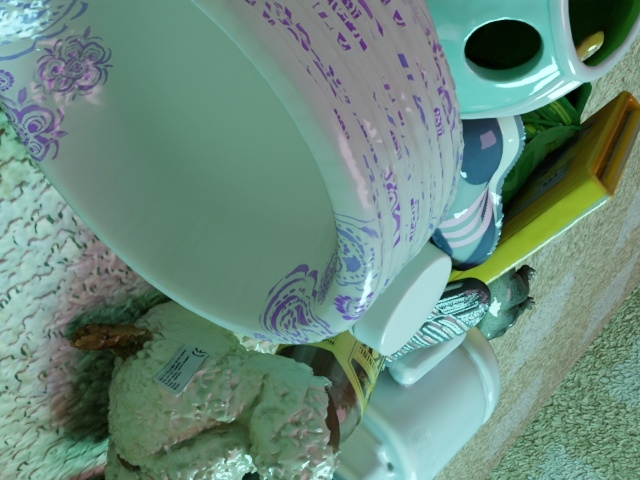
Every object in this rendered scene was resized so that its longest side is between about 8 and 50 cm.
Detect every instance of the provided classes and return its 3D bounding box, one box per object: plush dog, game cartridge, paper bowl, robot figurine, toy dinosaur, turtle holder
[{"bbox_3d":[-0.125,0.175,0.960,0.210,0.262,0.225,3,114,-27],"label":"plush dog"},{"bbox_3d":[0.255,-0.040,1.393,0.323,0.053,0.285,-38,-174,34],"label":"game cartridge"},{"bbox_3d":[-0.047,-0.091,0.611,0.148,0.284,0.284,-44,155,-31],"label":"paper bowl"},{"bbox_3d":[0.107,0.218,1.467,0.353,0.200,0.300,-38,161,-38],"label":"robot figurine"},{"bbox_3d":[0.292,0.090,1.783,0.160,0.121,0.314,-50,166,-51],"label":"toy dinosaur"},{"bbox_3d":[0.115,-0.239,0.792,0.243,0.227,0.320,-28,130,-37],"label":"turtle holder"}]

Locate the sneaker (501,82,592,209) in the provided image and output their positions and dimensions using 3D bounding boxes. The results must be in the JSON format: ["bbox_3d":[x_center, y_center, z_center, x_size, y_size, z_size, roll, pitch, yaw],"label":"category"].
[{"bbox_3d":[0.251,-0.139,1.371,0.295,0.109,0.123,-46,180,-43],"label":"sneaker"}]

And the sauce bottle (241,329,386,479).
[{"bbox_3d":[0.004,0.135,1.126,0.111,0.111,0.344,98,14,-48],"label":"sauce bottle"}]

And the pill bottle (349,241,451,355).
[{"bbox_3d":[0.000,0.000,0.933,0.119,0.208,0.119,-44,155,-27],"label":"pill bottle"}]

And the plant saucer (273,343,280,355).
[{"bbox_3d":[-0.067,0.163,1.252,0.200,0.037,0.200,-44,156,-26],"label":"plant saucer"}]

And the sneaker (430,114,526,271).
[{"bbox_3d":[0.121,-0.051,1.157,0.131,0.112,0.319,-25,151,-12],"label":"sneaker"}]

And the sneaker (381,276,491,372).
[{"bbox_3d":[0.092,0.070,1.312,0.228,0.132,0.086,-30,132,24],"label":"sneaker"}]
